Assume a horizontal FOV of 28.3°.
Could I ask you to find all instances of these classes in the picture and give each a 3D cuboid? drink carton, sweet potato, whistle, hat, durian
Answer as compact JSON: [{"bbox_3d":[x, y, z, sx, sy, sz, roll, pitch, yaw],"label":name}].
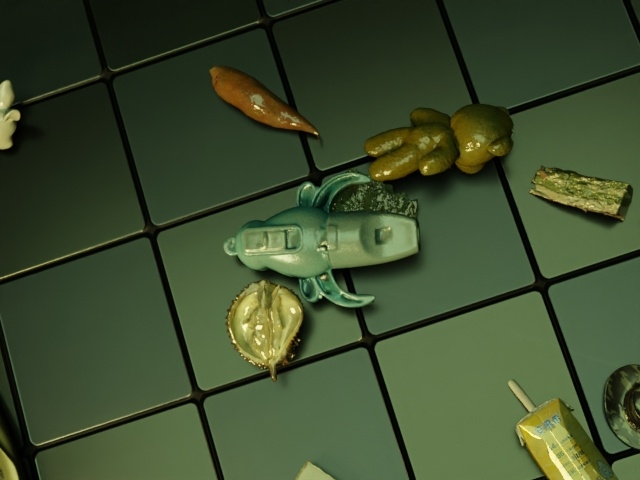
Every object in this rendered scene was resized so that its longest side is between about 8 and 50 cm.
[{"bbox_3d":[0.309,0.262,1.660,0.084,0.074,0.200,-35,77,-2],"label":"drink carton"},{"bbox_3d":[-0.081,-0.195,1.824,0.195,0.056,0.056,33,83,8],"label":"sweet potato"},{"bbox_3d":[0.000,0.000,1.739,0.274,0.093,0.186,-3,83,11],"label":"whistle"},{"bbox_3d":[0.427,0.216,1.667,0.121,0.050,0.121,-2,75,9],"label":"hat"},{"bbox_3d":[-0.068,0.123,1.740,0.110,0.071,0.140,-9,85,13],"label":"durian"}]

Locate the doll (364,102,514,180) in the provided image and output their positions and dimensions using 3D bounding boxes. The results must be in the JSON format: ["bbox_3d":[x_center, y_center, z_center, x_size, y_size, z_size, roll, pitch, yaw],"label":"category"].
[{"bbox_3d":[0.167,-0.128,1.762,0.209,0.097,0.137,-12,36,9],"label":"doll"}]

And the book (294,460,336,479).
[{"bbox_3d":[0.045,0.457,1.676,0.283,0.025,0.215,31,84,11],"label":"book"}]

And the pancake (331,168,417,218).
[{"bbox_3d":[0.067,-0.039,1.783,0.129,0.022,0.116,39,91,12],"label":"pancake"}]

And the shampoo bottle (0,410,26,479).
[{"bbox_3d":[-0.477,0.313,1.743,0.126,0.084,0.350,-22,75,0],"label":"shampoo bottle"}]

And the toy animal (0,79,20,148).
[{"bbox_3d":[-0.489,-0.166,1.860,0.124,0.085,0.071,-26,58,-5],"label":"toy animal"}]

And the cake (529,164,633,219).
[{"bbox_3d":[0.357,-0.069,1.740,0.140,0.055,0.051,16,86,12],"label":"cake"}]
